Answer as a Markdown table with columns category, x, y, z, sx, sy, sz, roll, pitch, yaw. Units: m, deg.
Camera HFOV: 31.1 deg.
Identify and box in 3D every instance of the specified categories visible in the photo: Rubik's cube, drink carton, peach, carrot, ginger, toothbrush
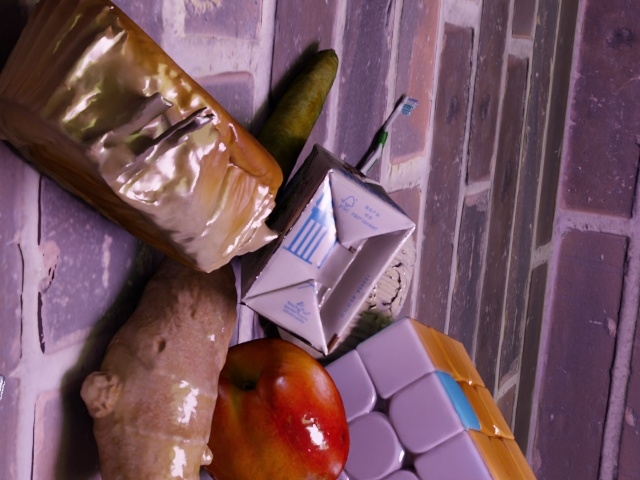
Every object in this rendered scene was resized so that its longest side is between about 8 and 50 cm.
| category | x | y | z | sx | sy | sz | roll | pitch | yaw |
| --- | --- | --- | --- | --- | --- | --- | --- | --- | --- |
| Rubik's cube | 0.123 | 0.324 | 1.760 | 0.291 | 0.290 | 0.292 | 63 | 15 | 22 |
| drink carton | 0.000 | 0.000 | 1.459 | 0.194 | 0.132 | 0.324 | -55 | -170 | 6 |
| peach | -0.062 | 0.245 | 1.522 | 0.199 | 0.243 | 0.243 | -48 | 143 | -28 |
| carrot | -0.042 | -0.164 | 1.631 | 0.074 | 0.074 | 0.358 | 76 | 31 | -43 |
| ginger | -0.179 | 0.148 | 1.353 | 0.190 | 0.126 | 0.354 | 34 | 55 | -28 |
| toothbrush | 0.102 | -0.168 | 2.022 | 0.304 | 0.030 | 0.030 | -54 | 145 | -42 |

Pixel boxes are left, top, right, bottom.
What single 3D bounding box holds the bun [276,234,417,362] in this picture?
| category | x | y | z | sx | sy | sz | roll | pitch | yaw |
| --- | --- | --- | --- | --- | --- | --- | --- | --- | --- |
| bun | 0.028 | 0.058 | 1.760 | 0.273 | 0.168 | 0.272 | -32 | 131 | -45 |

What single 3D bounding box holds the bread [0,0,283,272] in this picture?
| category | x | y | z | sx | sy | sz | roll | pitch | yaw |
| --- | --- | --- | --- | --- | --- | --- | --- | --- | --- |
| bread | -0.175 | -0.109 | 1.171 | 0.183 | 0.236 | 0.388 | -59 | 161 | -10 |

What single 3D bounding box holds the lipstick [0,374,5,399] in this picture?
| category | x | y | z | sx | sy | sz | roll | pitch | yaw |
| --- | --- | --- | --- | --- | --- | --- | --- | --- | --- |
| lipstick | -0.385 | 0.117 | 0.942 | 0.317 | 0.066 | 0.068 | 33 | 69 | -65 |
